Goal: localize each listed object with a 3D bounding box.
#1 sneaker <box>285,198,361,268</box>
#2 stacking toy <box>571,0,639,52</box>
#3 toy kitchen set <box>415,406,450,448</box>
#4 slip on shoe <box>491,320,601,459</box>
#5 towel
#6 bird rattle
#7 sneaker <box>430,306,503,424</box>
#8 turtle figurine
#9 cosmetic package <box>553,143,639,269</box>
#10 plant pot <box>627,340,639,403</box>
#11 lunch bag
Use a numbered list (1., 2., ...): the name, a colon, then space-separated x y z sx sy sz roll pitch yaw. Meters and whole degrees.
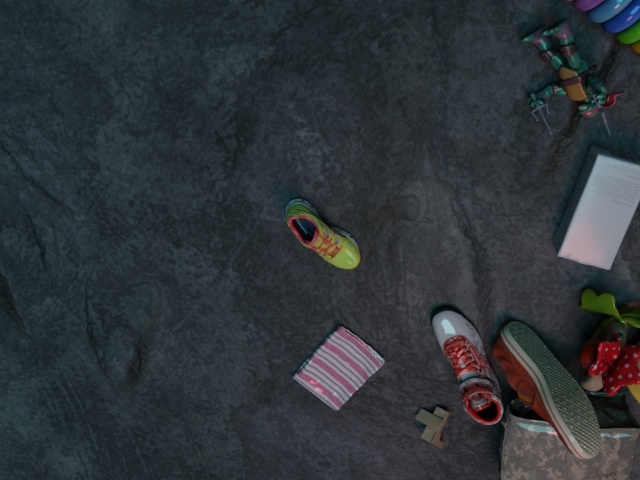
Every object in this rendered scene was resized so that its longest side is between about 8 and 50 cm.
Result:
1. sneaker: 0.000 0.000 1.621 0.208 0.094 0.081 38 110 -8
2. stacking toy: 0.605 -0.409 1.363 0.330 0.141 0.141 37 111 -11
3. toy kitchen set: 0.275 0.449 1.788 0.068 0.075 0.083 23 78 38
4. slip on shoe: 0.484 0.329 1.590 0.123 0.331 0.101 -3 137 -35
5. towel: 0.042 0.311 1.766 0.144 0.029 0.197 38 111 -6
6. bird rattle: 0.611 0.237 1.551 0.143 0.253 0.206 15 136 3
7. sneaker: 0.334 0.285 1.650 0.090 0.145 0.270 -26 105 17
8. turtle figurine: 0.483 -0.308 1.426 0.175 0.118 0.234 -12 112 56
9. cosmetic package: 0.578 -0.068 1.516 0.118 0.085 0.231 17 114 2
10. plant pot: 0.779 0.252 1.531 0.254 0.254 0.239 36 127 -6
11. lunch bag: 0.548 0.472 1.676 0.287 0.169 0.235 1 114 4
